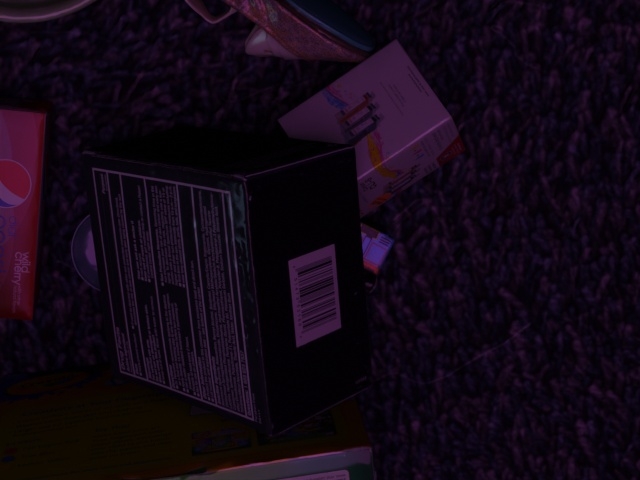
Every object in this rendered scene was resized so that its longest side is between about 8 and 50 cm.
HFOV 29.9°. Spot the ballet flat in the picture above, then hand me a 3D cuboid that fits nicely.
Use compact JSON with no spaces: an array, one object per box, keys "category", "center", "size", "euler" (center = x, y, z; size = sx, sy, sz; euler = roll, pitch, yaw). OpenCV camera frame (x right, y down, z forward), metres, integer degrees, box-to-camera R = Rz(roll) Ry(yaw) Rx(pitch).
[{"category":"ballet flat","center":[-0.081,-0.288,1.442],"size":[0.316,0.107,0.106],"euler":[36,118,-9]}]

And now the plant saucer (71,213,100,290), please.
[{"category":"plant saucer","center":[-0.258,0.010,1.536],"size":[0.119,0.021,0.119],"euler":[-1,105,-5]}]

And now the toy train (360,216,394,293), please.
[{"category":"toy train","center":[0.000,0.000,1.535],"size":[0.184,0.080,0.105],"euler":[26,92,-10]}]

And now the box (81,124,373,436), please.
[{"category":"box","center":[-0.109,0.031,1.401],"size":[0.183,0.294,0.296],"euler":[-20,113,-43]}]

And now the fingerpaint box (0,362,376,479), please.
[{"category":"fingerpaint box","center":[-0.173,0.271,1.437],"size":[0.445,0.371,0.163],"euler":[-8,106,-5]}]

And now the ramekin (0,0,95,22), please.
[{"category":"ramekin","center":[-0.334,-0.403,1.345],"size":[0.303,0.148,0.303],"euler":[-1,106,-5]}]

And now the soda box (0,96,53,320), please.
[{"category":"soda box","center":[-0.381,-0.040,1.472],"size":[0.083,0.092,0.263],"euler":[5,105,-8]}]

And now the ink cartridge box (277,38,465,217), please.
[{"category":"ink cartridge box","center":[0.063,-0.127,1.454],"size":[0.176,0.128,0.127],"euler":[-33,71,5]}]
